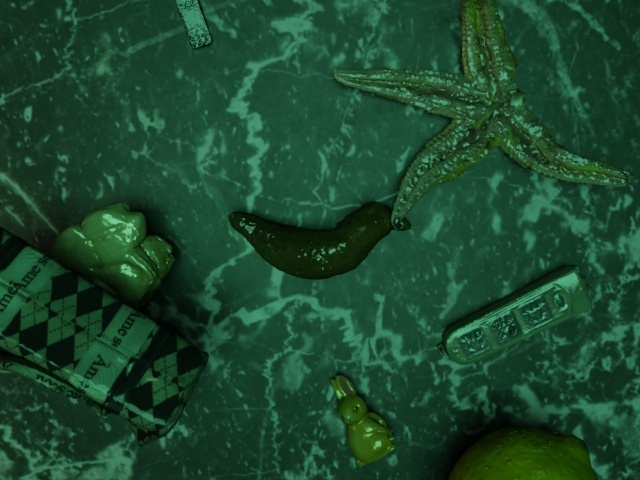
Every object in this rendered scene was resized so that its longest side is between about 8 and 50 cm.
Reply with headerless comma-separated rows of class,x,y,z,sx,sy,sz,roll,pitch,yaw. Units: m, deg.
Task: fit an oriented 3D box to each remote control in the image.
remote control,-0.214,-0.374,1.041,0.039,0.014,0.096,-17,98,3

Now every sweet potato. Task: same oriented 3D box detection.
sweet potato,0.002,0.003,1.044,0.309,0.098,0.124,-5,76,3

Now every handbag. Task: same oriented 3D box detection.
handbag,-0.402,0.172,0.975,0.416,0.317,0.180,32,59,-3

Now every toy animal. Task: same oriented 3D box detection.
toy animal,0.061,0.316,1.098,0.083,0.070,0.159,-33,91,6

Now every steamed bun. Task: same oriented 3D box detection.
steamed bun,-0.343,0.024,1.049,0.177,0.106,0.192,40,105,-8

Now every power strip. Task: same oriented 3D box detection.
power strip,0.337,0.135,1.080,0.285,0.048,0.080,-26,95,5

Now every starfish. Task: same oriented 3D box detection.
starfish,0.252,-0.207,0.996,0.383,0.132,0.398,-22,104,1

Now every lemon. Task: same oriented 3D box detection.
lemon,0.332,0.445,1.013,0.257,0.258,0.310,27,100,-2
